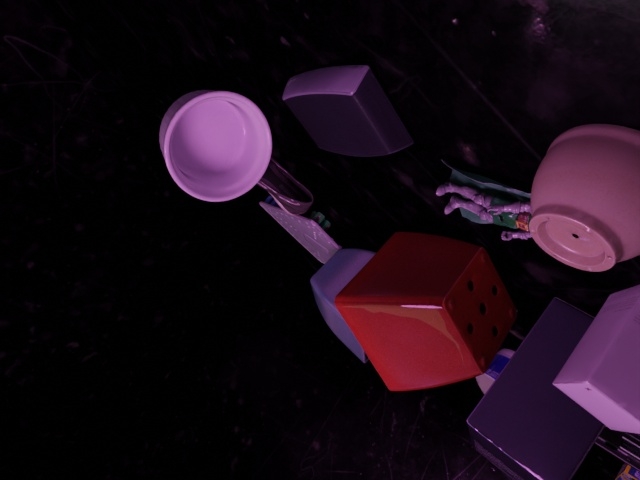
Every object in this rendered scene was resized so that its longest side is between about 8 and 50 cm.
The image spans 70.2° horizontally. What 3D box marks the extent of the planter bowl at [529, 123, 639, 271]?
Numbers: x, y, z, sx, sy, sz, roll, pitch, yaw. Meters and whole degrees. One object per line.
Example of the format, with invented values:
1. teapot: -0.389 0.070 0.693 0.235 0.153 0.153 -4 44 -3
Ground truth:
1. planter bowl: 0.310 -0.035 0.518 0.162 0.109 0.162 39 167 11

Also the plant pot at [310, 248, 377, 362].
1. plant pot: 0.110 0.171 1.395 0.252 0.247 0.248 33 156 27

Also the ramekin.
1. ramekin: -0.276 -0.252 1.174 0.135 0.277 0.277 39 170 50

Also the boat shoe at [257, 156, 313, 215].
1. boat shoe: -0.156 -0.205 1.362 0.335 0.112 0.095 39 151 -17

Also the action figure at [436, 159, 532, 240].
1. action figure: 0.286 -0.042 0.683 0.232 0.063 0.137 26 163 47

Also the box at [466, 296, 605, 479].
1. box: 0.444 0.317 0.886 0.182 0.296 0.294 33 164 33

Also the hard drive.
1. hard drive: 0.035 -0.224 0.817 0.172 0.054 0.254 49 165 -32

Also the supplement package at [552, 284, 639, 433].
1. supplement package: 0.440 0.165 0.644 0.105 0.179 0.105 39 167 12

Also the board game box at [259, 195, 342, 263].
1. board game box: 0.000 0.000 1.632 0.390 0.050 0.390 45 167 -33

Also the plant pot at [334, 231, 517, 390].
1. plant pot: 0.241 0.145 0.954 0.235 0.267 0.267 -10 117 52

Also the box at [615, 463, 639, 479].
1. box: 0.879 0.657 1.278 0.054 0.059 0.169 30 163 36

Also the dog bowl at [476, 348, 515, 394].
1. dog bowl: 0.559 0.436 1.252 0.265 0.104 0.265 52 170 12

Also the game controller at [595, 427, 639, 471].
1. game controller: 0.777 0.510 1.123 0.319 0.067 0.167 29 148 43
